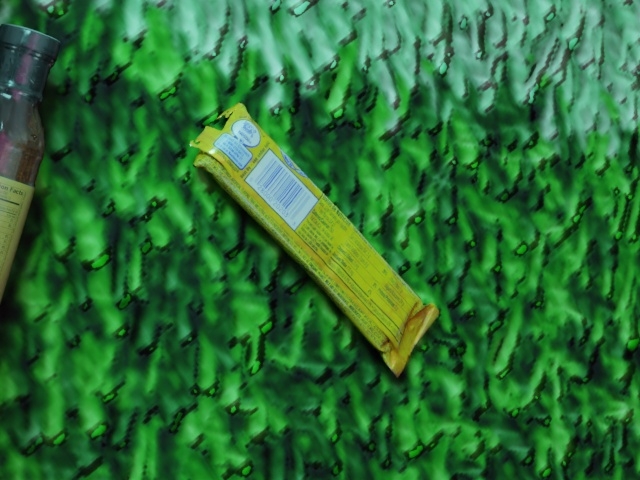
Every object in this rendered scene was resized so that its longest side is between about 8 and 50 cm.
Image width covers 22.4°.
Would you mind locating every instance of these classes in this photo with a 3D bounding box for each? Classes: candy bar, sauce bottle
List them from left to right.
[{"bbox_3d":[-0.138,-0.025,0.667,0.042,0.042,0.128,18,85,-30],"label":"sauce bottle"},{"bbox_3d":[0.000,0.000,0.760,0.161,0.018,0.040,46,71,-25],"label":"candy bar"}]
